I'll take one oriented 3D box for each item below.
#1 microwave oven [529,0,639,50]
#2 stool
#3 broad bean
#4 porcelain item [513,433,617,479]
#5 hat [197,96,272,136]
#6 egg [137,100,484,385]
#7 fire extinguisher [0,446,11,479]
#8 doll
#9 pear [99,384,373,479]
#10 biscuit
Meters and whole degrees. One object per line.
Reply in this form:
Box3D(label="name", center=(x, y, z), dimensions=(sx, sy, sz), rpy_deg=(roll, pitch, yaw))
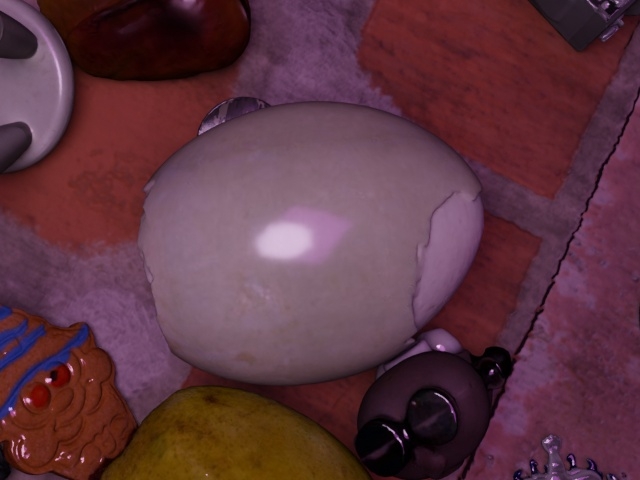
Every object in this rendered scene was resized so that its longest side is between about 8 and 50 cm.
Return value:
Box3D(label="microwave oven", center=(0.338, -0.395, 1.094), dimensions=(0.295, 0.181, 0.237), rpy_deg=(-43, 89, 2))
Box3D(label="stool", center=(-0.379, -0.153, 0.997), dimensions=(0.195, 0.198, 0.195), rpy_deg=(10, 103, 13))
Box3D(label="broad bean", center=(-0.190, -0.249, 1.090), dimensions=(0.228, 0.156, 0.122), rpy_deg=(2, 41, 3))
Box3D(label="porcelain item", center=(0.261, 0.254, 1.109), dimensions=(0.136, 0.021, 0.075), rpy_deg=(-6, 84, -5))
Box3D(label="hat", center=(-0.086, -0.104, 1.113), dimensions=(0.121, 0.050, 0.121), rpy_deg=(0, 86, -5))
Box3D(label="egg", center=(0.000, 0.000, 0.991), dimensions=(0.336, 0.278, 0.278), rpy_deg=(-9, 84, 1))
Box3D(label="fire extinguisher", center=(-0.482, 0.332, 0.997), dimensions=(0.376, 0.113, 0.200), rpy_deg=(-35, 87, -8))
Box3D(label="doll", center=(0.104, 0.167, 0.996), dimensions=(0.182, 0.257, 0.117), rpy_deg=(-32, 89, 15))
Box3D(label="pear", center=(-0.069, 0.286, 0.963), dimensions=(0.307, 0.253, 0.253), rpy_deg=(40, 82, -5))
Box3D(label="biscuit", center=(-0.276, 0.166, 1.028), dimensions=(0.280, 0.043, 0.183), rpy_deg=(45, 48, -12))
